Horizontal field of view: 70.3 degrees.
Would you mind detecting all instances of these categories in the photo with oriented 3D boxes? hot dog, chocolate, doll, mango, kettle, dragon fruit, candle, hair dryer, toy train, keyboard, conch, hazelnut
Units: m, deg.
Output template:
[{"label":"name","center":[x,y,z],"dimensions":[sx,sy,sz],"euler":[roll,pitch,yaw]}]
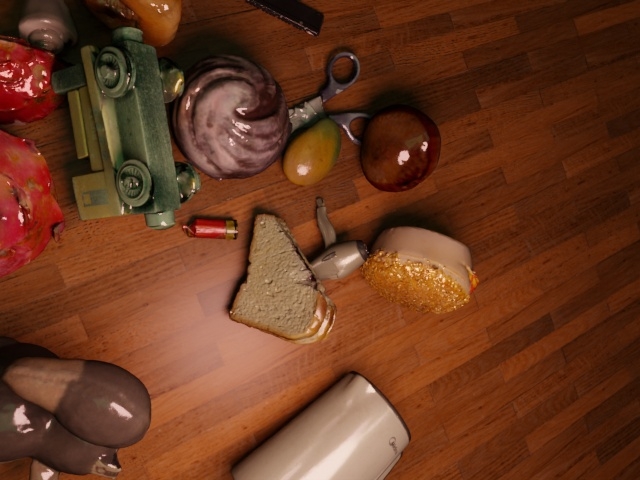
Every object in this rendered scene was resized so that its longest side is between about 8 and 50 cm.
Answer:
[{"label":"hot dog","center":[-0.446,-0.637,0.981],"dimensions":[0.223,0.185,0.406],"euler":[-11,91,-21]},{"label":"chocolate","center":[-0.198,-0.296,1.030],"dimensions":[0.303,0.213,0.304],"euler":[0,92,-14]},{"label":"doll","center":[-0.514,0.282,0.846],"dimensions":[0.382,0.252,0.379],"euler":[31,117,-23]},{"label":"mango","center":[-0.018,-0.227,1.163],"dimensions":[0.130,0.092,0.195],"euler":[29,84,-24]},{"label":"kettle","center":[0.031,0.555,1.096],"dimensions":[0.376,0.250,0.361],"euler":[-37,120,-20]},{"label":"dragon fruit","center":[-0.706,-0.073,0.842],"dimensions":[0.386,0.249,0.371],"euler":[13,88,-17]},{"label":"candle","center":[-0.266,-0.028,1.092],"dimensions":[0.130,0.052,0.052],"euler":[1,87,-19]},{"label":"hair dryer","center":[-0.015,0.030,1.159],"dimensions":[0.219,0.088,0.225],"euler":[-43,60,4]},{"label":"dragon fruit","center":[-0.644,-0.327,0.927],"dimensions":[0.261,0.163,0.189],"euler":[-4,117,-21]},{"label":"toy train","center":[-0.402,-0.213,0.928],"dimensions":[0.160,0.253,0.398],"euler":[-21,106,-61]},{"label":"keyboard","center":[-0.101,-0.613,1.193],"dimensions":[0.231,0.023,0.072],"euler":[19,74,-19]},{"label":"conch","center":[-0.595,-0.477,0.988],"dimensions":[0.104,0.094,0.176],"euler":[-10,64,-7]},{"label":"hazelnut","center":[0.212,-0.236,1.201],"dimensions":[0.229,0.229,0.230],"euler":[1,87,-20]}]

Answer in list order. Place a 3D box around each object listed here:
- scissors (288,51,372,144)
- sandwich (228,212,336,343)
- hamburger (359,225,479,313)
[{"label":"scissors","center":[-0.035,-0.337,1.199],"dimensions":[0.383,0.029,0.256],"euler":[-20,100,-17]},{"label":"sandwich","center":[-0.071,0.088,1.071],"dimensions":[0.099,0.254,0.289],"euler":[27,74,-60]},{"label":"hamburger","center":[0.251,0.086,1.159],"dimensions":[0.294,0.276,0.179],"euler":[21,70,-13]}]
